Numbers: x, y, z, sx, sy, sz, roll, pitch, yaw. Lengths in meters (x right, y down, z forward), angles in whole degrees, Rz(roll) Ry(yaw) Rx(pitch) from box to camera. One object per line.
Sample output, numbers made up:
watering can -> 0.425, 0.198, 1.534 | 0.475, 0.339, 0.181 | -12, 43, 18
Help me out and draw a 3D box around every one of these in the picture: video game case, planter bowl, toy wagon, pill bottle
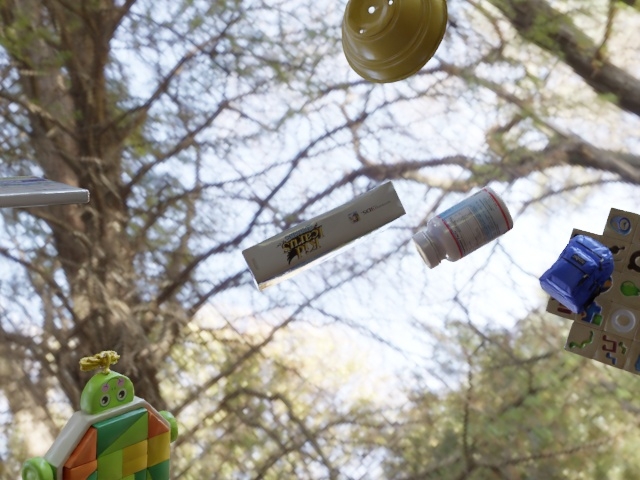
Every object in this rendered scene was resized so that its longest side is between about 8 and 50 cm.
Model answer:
video game case -> -0.493, -0.073, 1.457 | 0.212, 0.193, 0.023 | -7, -76, -40
planter bowl -> 0.109, -0.395, 1.692 | 0.217, 0.217, 0.090 | -55, -31, 12
toy wagon -> -0.328, 0.342, 1.462 | 0.267, 0.068, 0.344 | -12, -70, -51
pill bottle -> 0.239, -0.018, 1.616 | 0.160, 0.087, 0.087 | -30, -34, -3
video game case -> 0.000, 0.000, 1.510 | 0.244, 0.061, 0.269 | -27, -3, -5

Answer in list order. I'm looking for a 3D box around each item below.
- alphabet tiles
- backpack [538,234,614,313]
alphabet tiles -> 0.595, 0.101, 1.735 | 0.011, 0.343, 0.285 | 18, -90, -60
backpack -> 0.457, 0.053, 1.674 | 0.120, 0.098, 0.101 | -49, -22, -4
